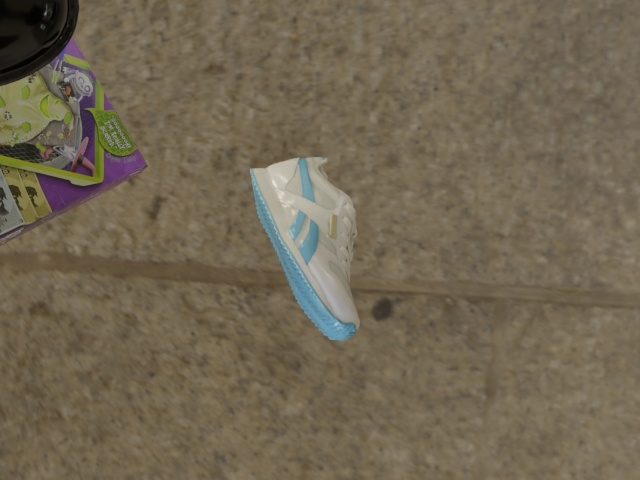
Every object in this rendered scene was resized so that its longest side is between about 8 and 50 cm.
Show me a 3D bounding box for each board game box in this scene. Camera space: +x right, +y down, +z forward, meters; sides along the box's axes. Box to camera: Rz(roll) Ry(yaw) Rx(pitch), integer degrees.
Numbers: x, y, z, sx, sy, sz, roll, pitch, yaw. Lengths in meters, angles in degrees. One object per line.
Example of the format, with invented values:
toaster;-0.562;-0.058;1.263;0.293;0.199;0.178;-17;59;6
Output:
board game box;-0.324;-0.165;1.013;0.208;0.056;0.346;-30;91;-24

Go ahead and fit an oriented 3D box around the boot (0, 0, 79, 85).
boot;-0.284;-0.158;0.727;0.348;0.260;0.131;0;98;-32

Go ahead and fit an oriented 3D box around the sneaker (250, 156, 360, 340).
sneaker;0.000;0.000;1.238;0.092;0.228;0.087;-18;147;-10
